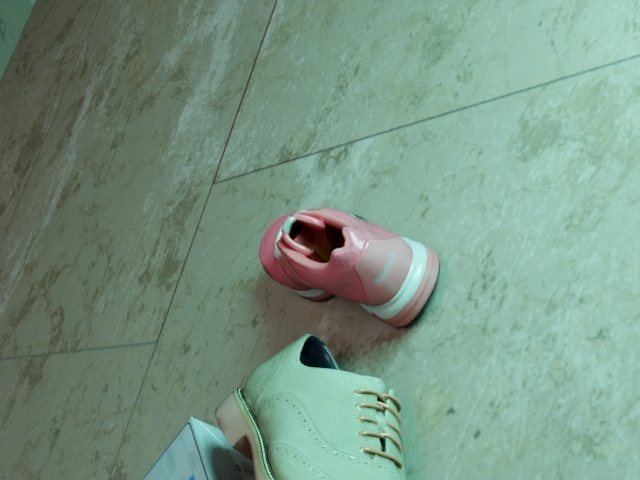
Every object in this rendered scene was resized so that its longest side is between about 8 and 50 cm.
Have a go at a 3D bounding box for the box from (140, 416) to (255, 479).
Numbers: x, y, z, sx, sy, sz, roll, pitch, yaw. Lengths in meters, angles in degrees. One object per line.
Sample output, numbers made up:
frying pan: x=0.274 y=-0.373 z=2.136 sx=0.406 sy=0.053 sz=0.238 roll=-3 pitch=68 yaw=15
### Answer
box: x=-0.178 y=0.363 z=1.301 sx=0.290 sy=0.087 sz=0.169 roll=-51 pitch=32 yaw=14

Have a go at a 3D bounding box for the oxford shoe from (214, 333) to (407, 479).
oxford shoe: x=0.020 y=0.199 z=1.109 sx=0.146 sy=0.140 sz=0.397 roll=-52 pitch=33 yaw=-1

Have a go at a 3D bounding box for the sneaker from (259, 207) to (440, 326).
sneaker: x=0.000 y=0.000 z=1.302 sx=0.314 sy=0.136 sz=0.116 roll=13 pitch=74 yaw=58
